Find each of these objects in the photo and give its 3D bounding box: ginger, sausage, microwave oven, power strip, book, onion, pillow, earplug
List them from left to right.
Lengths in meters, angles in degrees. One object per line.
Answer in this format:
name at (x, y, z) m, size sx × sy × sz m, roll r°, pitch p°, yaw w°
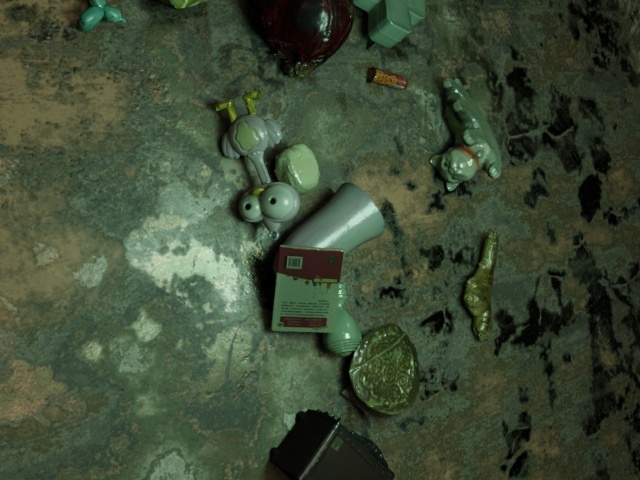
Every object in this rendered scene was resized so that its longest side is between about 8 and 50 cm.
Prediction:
onion at (-0.053, -0.581, 1.619) m, size 0.281 × 0.281 × 0.221 m, roll 40°, pitch 24°, yaw -22°
book at (-0.033, 0.123, 1.567) m, size 0.162 × 0.022 × 0.232 m, roll 3°, pitch 112°, yaw -9°
earplug at (0.000, 0.000, 1.636) m, size 0.301 × 0.172 × 0.172 m, roll -37°, pitch 104°, yaw -21°
microwave oven at (0.032, 0.562, 1.584) m, size 0.247 × 0.178 × 0.188 m, roll 46°, pitch 65°, yaw -20°
pillow at (0.151, 0.393, 1.749) m, size 0.185 × 0.043 × 0.118 m, roll -46°, pitch 105°, yaw -26°
power strip at (0.185, -0.678, 1.835) m, size 0.229 × 0.141 × 0.261 m, roll 17°, pitch 63°, yaw -30°
sausage at (0.205, -0.469, 1.858) m, size 0.145 × 0.048 × 0.050 m, roll 7°, pitch 87°, yaw -33°
ginger at (0.503, 0.137, 1.962) m, size 0.147 × 0.081 × 0.334 m, roll 23°, pitch 75°, yaw -32°

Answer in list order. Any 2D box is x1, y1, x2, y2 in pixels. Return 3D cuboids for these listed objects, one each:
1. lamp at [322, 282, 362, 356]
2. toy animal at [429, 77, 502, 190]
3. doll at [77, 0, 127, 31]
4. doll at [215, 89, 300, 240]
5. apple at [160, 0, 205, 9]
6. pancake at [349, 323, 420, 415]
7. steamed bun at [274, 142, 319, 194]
lamp at (0.052, 0.212, 1.680) m, size 0.106 × 0.106 × 0.193 m, roll 2°, pitch 75°, yaw -31°
toy animal at (0.413, -0.319, 1.927) m, size 0.308 × 0.188 × 0.266 m, roll 49°, pitch 42°, yaw -6°
doll at (-0.499, -0.563, 1.433) m, size 0.158 × 0.059 × 0.159 m, roll -20°, pitch 95°, yaw -29°
doll at (-0.153, -0.178, 1.567) m, size 0.160 × 0.094 × 0.365 m, roll -15°, pitch 89°, yaw 11°
apple at (-0.341, -0.675, 1.507) m, size 0.193 × 0.120 × 0.265 m, roll -27°, pitch 103°, yaw -43°
pancake at (0.184, 0.355, 1.736) m, size 0.250 × 0.031 × 0.250 m, roll 10°, pitch 73°, yaw -34°
steamed bun at (-0.062, -0.182, 1.644) m, size 0.112 × 0.091 × 0.130 m, roll -34°, pitch 103°, yaw -37°
